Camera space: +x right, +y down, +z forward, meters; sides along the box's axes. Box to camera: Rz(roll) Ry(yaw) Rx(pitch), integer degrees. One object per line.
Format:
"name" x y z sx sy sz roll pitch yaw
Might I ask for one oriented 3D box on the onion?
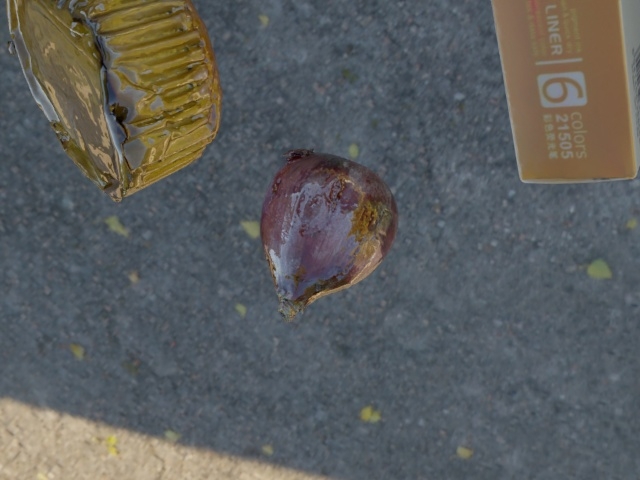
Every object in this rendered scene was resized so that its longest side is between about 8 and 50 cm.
"onion" 0.000 0.000 1.035 0.159 0.195 0.159 22 170 4

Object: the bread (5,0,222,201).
"bread" -0.156 -0.137 0.706 0.199 0.104 0.199 41 146 35

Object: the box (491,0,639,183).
"box" 0.191 -0.207 0.662 0.091 0.221 0.274 1 120 28
